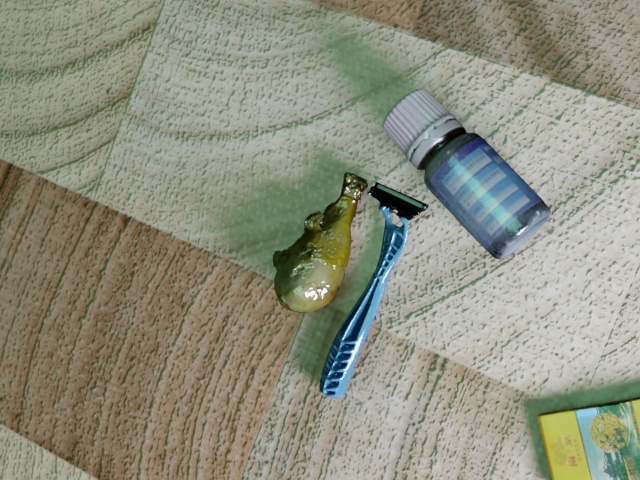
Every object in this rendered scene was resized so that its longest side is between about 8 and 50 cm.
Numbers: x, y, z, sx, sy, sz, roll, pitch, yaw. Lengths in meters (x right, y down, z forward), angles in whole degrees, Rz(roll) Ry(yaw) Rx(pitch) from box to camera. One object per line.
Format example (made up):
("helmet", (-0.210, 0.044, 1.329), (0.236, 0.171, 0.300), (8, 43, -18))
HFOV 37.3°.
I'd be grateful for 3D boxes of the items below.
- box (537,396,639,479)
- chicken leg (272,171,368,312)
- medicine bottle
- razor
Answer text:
("box", (0.316, 0.213, 1.003), (0.155, 0.023, 0.086), (-14, 86, 19))
("chicken leg", (0.000, 0.000, 1.110), (0.093, 0.070, 0.178), (27, 90, 25))
("medicine bottle", (0.155, -0.076, 1.042), (0.083, 0.083, 0.203), (-46, 75, 13))
("razor", (0.055, 0.064, 1.095), (0.082, 0.042, 0.253), (26, 98, 41))
